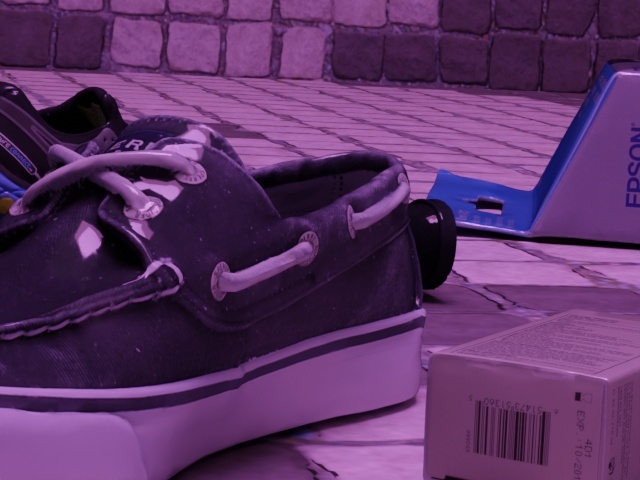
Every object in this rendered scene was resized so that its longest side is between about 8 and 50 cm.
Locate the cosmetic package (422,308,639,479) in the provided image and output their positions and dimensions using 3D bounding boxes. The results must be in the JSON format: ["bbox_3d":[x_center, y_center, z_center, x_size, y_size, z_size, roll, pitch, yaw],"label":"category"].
[{"bbox_3d":[0.083,0.051,0.615,0.060,0.041,0.115,7,8,30],"label":"cosmetic package"}]

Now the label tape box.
[{"bbox_3d":[0.245,-0.061,1.273,0.348,0.115,0.249,6,8,6],"label":"label tape box"}]

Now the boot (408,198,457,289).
[{"bbox_3d":[0.000,-0.001,0.954,0.099,0.045,0.121,3,0,-21],"label":"boot"}]

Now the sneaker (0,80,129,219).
[{"bbox_3d":[-0.104,-0.035,0.984,0.067,0.078,0.188,8,-6,39],"label":"sneaker"}]

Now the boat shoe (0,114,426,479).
[{"bbox_3d":[-0.057,0.012,0.605,0.108,0.102,0.301,9,9,34],"label":"boat shoe"}]
